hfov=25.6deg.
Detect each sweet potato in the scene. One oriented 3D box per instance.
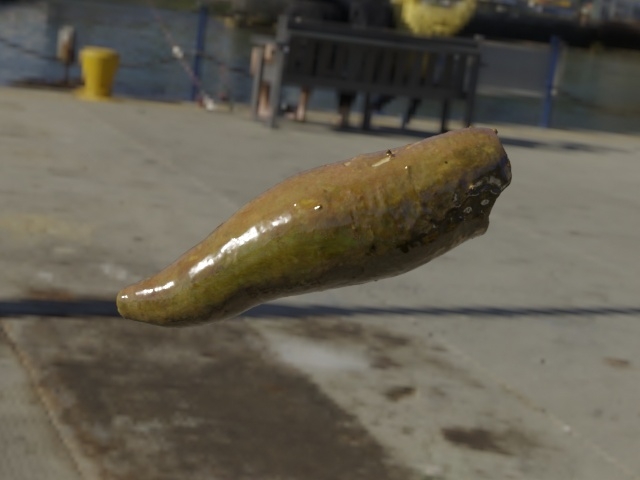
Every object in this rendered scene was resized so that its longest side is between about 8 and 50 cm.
[{"bbox_3d":[0.000,0.000,0.805,0.244,0.077,0.077,-22,16,-6],"label":"sweet potato"}]
